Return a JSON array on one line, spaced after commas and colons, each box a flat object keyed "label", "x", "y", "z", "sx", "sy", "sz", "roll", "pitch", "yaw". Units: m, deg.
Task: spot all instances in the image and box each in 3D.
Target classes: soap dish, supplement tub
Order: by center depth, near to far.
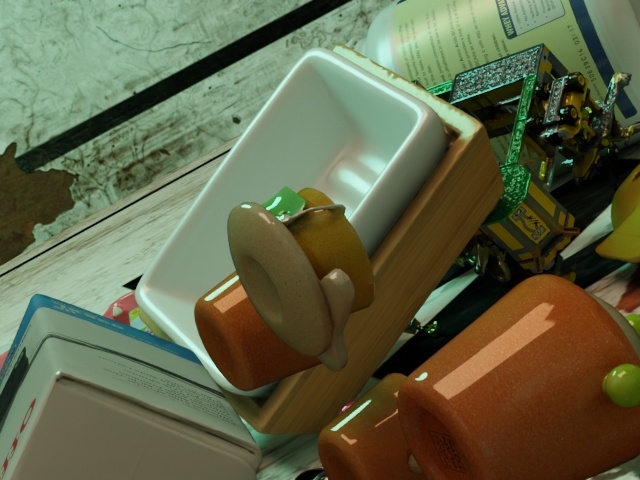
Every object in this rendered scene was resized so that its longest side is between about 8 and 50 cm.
[{"label": "soap dish", "x": 0.000, "y": 0.000, "z": 1.472, "sx": 0.291, "sy": 0.118, "sz": 0.229, "roll": -54, "pitch": 36, "yaw": 0}, {"label": "supplement tub", "x": 0.192, "y": -0.171, "z": 1.885, "sx": 0.325, "sy": 0.235, "sz": 0.235, "roll": -23, "pitch": 12, "yaw": 21}]

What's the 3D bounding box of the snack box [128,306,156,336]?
[{"label": "snack box", "x": -0.106, "y": 0.078, "z": 1.878, "sx": 0.174, "sy": 0.070, "sz": 0.207, "roll": -28, "pitch": 9, "yaw": -4}]

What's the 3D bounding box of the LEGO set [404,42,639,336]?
[{"label": "LEGO set", "x": 0.141, "y": -0.019, "z": 1.611, "sx": 0.331, "sy": 0.192, "sz": 0.255, "roll": -23, "pitch": 40, "yaw": 34}]

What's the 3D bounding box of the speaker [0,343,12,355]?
[{"label": "speaker", "x": -0.365, "y": 0.160, "z": 2.153, "sx": 0.055, "sy": 0.055, "sz": 0.136, "roll": -28, "pitch": 10, "yaw": -6}]

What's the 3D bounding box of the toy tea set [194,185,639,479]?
[{"label": "toy tea set", "x": 0.057, "y": 0.059, "z": 0.927, "sx": 0.124, "sy": 0.200, "sz": 0.336, "roll": -29, "pitch": 46, "yaw": -21}]

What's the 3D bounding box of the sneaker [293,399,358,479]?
[{"label": "sneaker", "x": -0.005, "y": 0.191, "z": 0.988, "sx": 0.121, "sy": 0.112, "sz": 0.299, "roll": -21, "pitch": 13, "yaw": 29}]

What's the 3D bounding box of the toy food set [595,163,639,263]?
[{"label": "toy food set", "x": 0.292, "y": -0.017, "z": 1.405, "sx": 0.128, "sy": 0.071, "sz": 0.218, "roll": -52, "pitch": 11, "yaw": -3}]

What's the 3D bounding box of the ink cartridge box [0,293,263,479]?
[{"label": "ink cartridge box", "x": -0.154, "y": 0.173, "z": 1.110, "sx": 0.223, "sy": 0.129, "sz": 0.307, "roll": -66, "pitch": 13, "yaw": 1}]

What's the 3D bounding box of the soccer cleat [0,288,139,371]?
[{"label": "soccer cleat", "x": -0.268, "y": 0.130, "z": 2.041, "sx": 0.248, "sy": 0.083, "sz": 0.095, "roll": -30, "pitch": -14, "yaw": 1}]
